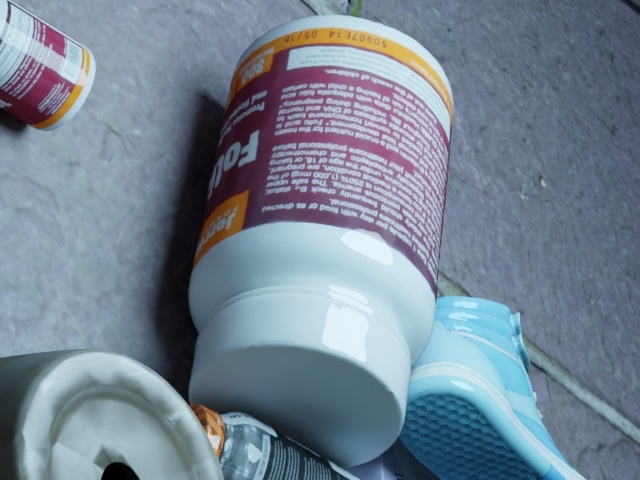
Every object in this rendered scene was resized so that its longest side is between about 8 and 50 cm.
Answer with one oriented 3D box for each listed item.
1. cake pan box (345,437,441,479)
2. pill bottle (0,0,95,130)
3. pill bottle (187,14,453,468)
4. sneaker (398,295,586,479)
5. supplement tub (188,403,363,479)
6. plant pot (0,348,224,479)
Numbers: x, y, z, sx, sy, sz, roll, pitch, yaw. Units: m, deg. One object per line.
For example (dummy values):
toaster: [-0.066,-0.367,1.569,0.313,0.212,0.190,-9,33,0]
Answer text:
cake pan box: [0.116,0.271,1.866,0.245,0.070,0.267,23,51,-41]
pill bottle: [-0.273,-0.162,1.625,0.152,0.086,0.086,32,45,-37]
pill bottle: [0.000,0.000,1.754,0.224,0.224,0.392,39,40,-31]
sneaker: [0.187,0.178,1.858,0.319,0.127,0.208,53,26,-31]
supplement tub: [-0.050,0.221,1.626,0.190,0.117,0.117,33,44,-26]
plant pot: [-0.221,0.208,1.282,0.323,0.280,0.323,32,46,-39]
